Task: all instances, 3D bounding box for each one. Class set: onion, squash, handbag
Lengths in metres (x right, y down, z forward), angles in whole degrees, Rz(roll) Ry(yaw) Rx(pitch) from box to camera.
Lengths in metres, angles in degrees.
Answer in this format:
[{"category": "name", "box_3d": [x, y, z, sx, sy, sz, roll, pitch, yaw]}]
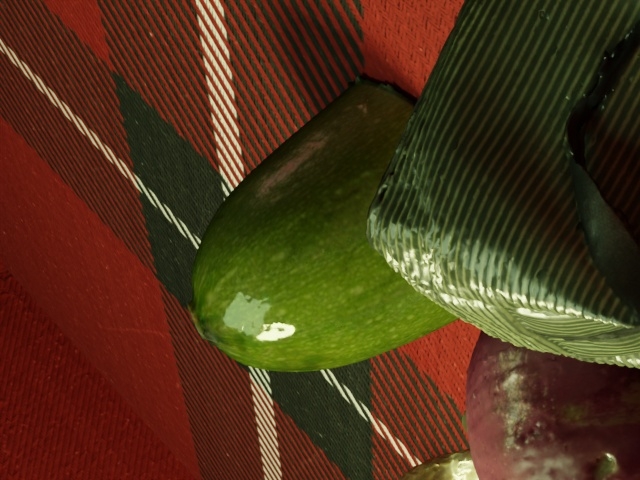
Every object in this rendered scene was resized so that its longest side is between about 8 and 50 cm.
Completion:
[{"category": "onion", "box_3d": [0.262, 0.153, 1.442, 0.345, 0.358, 0.358, 18, 140, 46]}, {"category": "squash", "box_3d": [0.007, 0.022, 1.872, 0.310, 0.309, 0.310, 44, 157, 25]}, {"category": "handbag", "box_3d": [0.223, -0.067, 1.193, 0.240, 0.340, 0.247, 28, -177, 41]}]

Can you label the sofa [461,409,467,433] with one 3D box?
[{"category": "sofa", "box_3d": [0.249, 0.290, 1.843, 0.200, 0.182, 0.258, 40, 157, 41]}]
